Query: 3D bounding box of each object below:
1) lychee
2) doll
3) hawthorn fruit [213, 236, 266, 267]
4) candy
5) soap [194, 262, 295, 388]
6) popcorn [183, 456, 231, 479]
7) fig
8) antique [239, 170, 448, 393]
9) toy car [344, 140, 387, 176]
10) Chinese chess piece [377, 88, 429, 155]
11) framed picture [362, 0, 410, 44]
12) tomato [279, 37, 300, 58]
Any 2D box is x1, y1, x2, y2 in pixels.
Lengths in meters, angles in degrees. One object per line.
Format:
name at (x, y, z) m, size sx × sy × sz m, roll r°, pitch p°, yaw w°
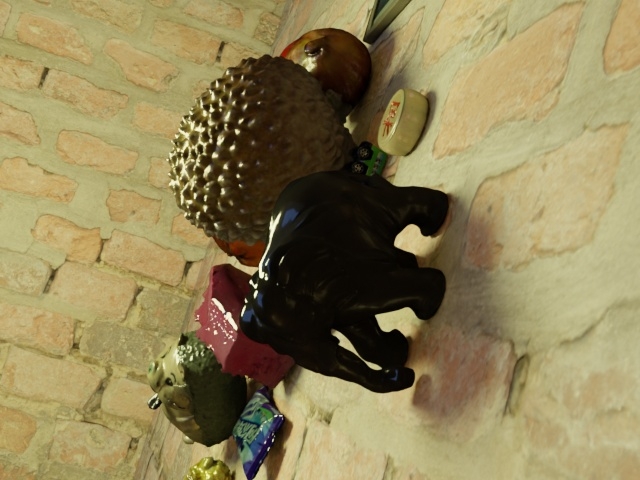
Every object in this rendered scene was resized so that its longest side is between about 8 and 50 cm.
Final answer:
lychee at (-0.116, -0.185, 1.606) m, size 0.432 × 0.380 × 0.380 m, roll -36°, pitch 8°, yaw -13°
doll at (-0.289, 0.343, 1.812) m, size 0.349 × 0.247 × 0.247 m, roll 108°, pitch 172°, yaw -52°
hawthorn fruit at (-0.166, -0.061, 2.020) m, size 0.261 × 0.224 × 0.224 m, roll -62°, pitch 12°, yaw -17°
candy at (-0.133, 0.395, 1.605) m, size 0.145 × 0.070 × 0.275 m, roll -63°, pitch 12°, yaw -1°
soap at (-0.162, 0.179, 1.700) m, size 0.127 × 0.220 × 0.325 m, roll -58°, pitch 17°, yaw 13°
popcorn at (-0.263, 0.568, 1.779) m, size 0.121 × 0.116 × 0.106 m, roll -19°, pitch 49°, yaw 17°
fig at (0.012, -0.389, 1.788) m, size 0.224 × 0.224 × 0.263 m, roll -71°, pitch 18°, yaw 0°
antique at (0.030, 0.043, 1.083) m, size 0.185 × 0.255 × 0.322 m, roll 136°, pitch 147°, yaw -56°
toy car at (0.074, -0.109, 1.480) m, size 0.071 × 0.062 × 0.165 m, roll -152°, pitch 81°, yaw -76°
Chinese chess piece at (0.147, -0.211, 1.368) m, size 0.122 × 0.051 × 0.122 m, roll -162°, pitch 90°, yaw -75°
framed picture at (0.223, -0.674, 1.716) m, size 0.446 × 0.028 × 0.326 m, roll 148°, pitch 139°, yaw -68°
tomato at (-0.043, -0.446, 2.105) m, size 0.260 × 0.180 × 0.260 m, roll -58°, pitch 13°, yaw 22°
